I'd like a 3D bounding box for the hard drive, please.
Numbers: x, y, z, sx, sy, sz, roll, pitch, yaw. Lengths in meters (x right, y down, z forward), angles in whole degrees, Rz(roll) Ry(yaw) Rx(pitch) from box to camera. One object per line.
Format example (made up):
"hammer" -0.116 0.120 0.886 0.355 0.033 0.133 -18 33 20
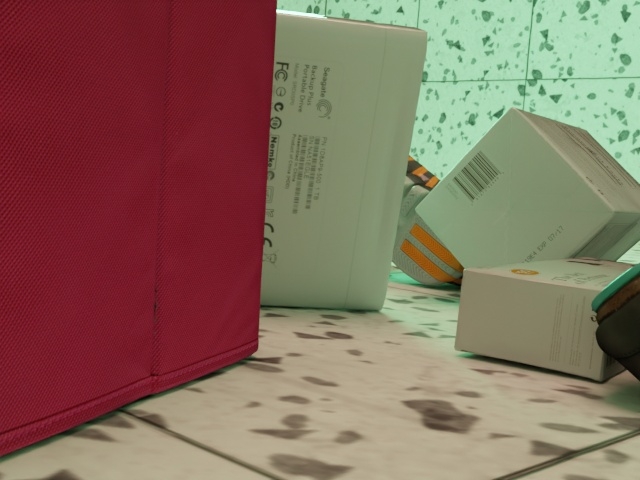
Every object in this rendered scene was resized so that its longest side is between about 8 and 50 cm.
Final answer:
"hard drive" -0.108 -0.065 0.681 0.353 0.233 0.047 3 19 -14

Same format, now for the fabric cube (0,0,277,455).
"fabric cube" -0.183 -0.066 0.444 0.254 0.258 0.259 5 4 19

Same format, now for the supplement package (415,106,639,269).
"supplement package" 0.229 -0.028 0.886 0.134 0.139 0.244 52 25 20

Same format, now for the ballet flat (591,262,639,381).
"ballet flat" 0.259 0.047 0.553 0.280 0.095 0.096 -13 61 -46

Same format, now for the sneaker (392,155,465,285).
"sneaker" 0.111 -0.041 1.077 0.180 0.124 0.321 14 28 -47

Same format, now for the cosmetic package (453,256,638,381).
"cosmetic package" 0.194 0.048 0.645 0.099 0.060 0.239 6 4 33
